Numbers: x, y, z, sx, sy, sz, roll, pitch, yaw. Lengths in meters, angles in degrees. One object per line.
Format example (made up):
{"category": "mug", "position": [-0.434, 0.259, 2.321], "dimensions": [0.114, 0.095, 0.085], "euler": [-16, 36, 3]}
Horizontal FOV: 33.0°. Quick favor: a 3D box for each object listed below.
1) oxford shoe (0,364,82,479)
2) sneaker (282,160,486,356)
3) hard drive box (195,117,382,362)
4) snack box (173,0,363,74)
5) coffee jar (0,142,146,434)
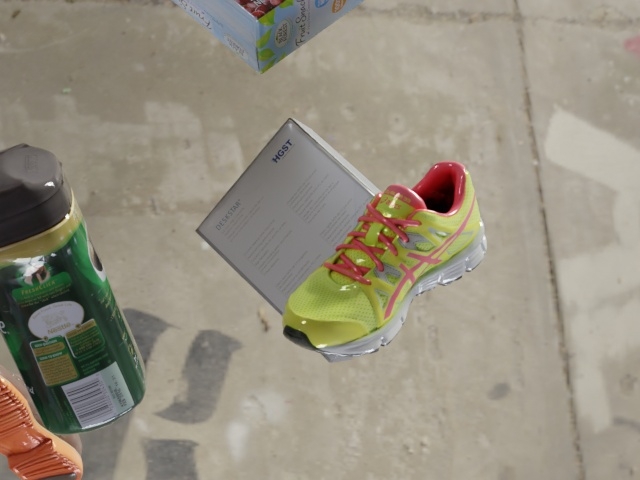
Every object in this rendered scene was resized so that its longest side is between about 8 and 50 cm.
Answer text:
{"category": "oxford shoe", "position": [-0.517, 0.273, 1.792], "dimensions": [0.133, 0.130, 0.363], "euler": [-98, 167, -46]}
{"category": "sneaker", "position": [0.045, 0.006, 0.800], "dimensions": [0.208, 0.081, 0.094], "euler": [-37, 137, -37]}
{"category": "hard drive box", "position": [0.000, 0.000, 1.271], "dimensions": [0.232, 0.181, 0.089], "euler": [44, 10, 15]}
{"category": "snack box", "position": [-0.031, -0.252, 0.852], "dimensions": [0.207, 0.070, 0.174], "euler": [-38, 66, -22]}
{"category": "coffee jar", "position": [-0.181, 0.032, 0.716], "dimensions": [0.079, 0.096, 0.184], "euler": [-20, 117, -7]}
